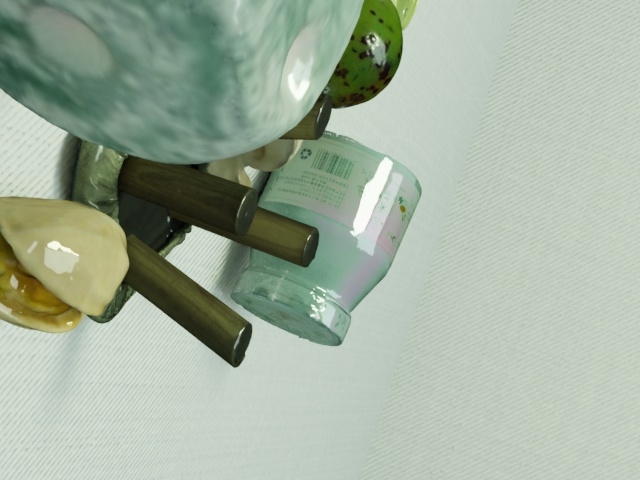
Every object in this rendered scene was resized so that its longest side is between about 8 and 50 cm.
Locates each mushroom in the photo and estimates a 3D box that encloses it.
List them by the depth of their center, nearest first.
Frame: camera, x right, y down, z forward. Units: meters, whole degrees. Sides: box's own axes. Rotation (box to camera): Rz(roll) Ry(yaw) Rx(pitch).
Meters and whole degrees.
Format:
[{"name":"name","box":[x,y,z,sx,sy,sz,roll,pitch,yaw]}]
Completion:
[{"name":"mushroom","box":[-0.071,-0.184,1.904,0.173,0.162,0.236,-46,151,-52]}]

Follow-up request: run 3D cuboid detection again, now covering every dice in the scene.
[{"name":"dice","box":[-0.142,-0.298,1.269,0.330,0.328,0.348,83,29,-55]}]

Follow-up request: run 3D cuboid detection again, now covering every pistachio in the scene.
[{"name":"pistachio","box":[-0.295,0.018,1.447,0.229,0.157,0.157,17,91,-68]}]

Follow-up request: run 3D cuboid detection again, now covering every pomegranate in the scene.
[{"name":"pomegranate","box":[0.020,-0.313,2.067,0.248,0.202,0.202,40,65,-39]}]

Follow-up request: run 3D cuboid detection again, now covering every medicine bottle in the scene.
[{"name":"medicine bottle","box":[0.000,0.000,2.194,0.290,0.245,0.245,-66,162,-13]}]

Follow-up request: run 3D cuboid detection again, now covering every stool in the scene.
[{"name":"stool","box":[-0.143,-0.051,1.708,0.310,0.226,0.310,-56,157,-47]}]

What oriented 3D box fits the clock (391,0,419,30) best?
[{"name":"clock","box":[0.126,-0.434,2.429,0.170,0.069,0.232,7,101,-73]}]
